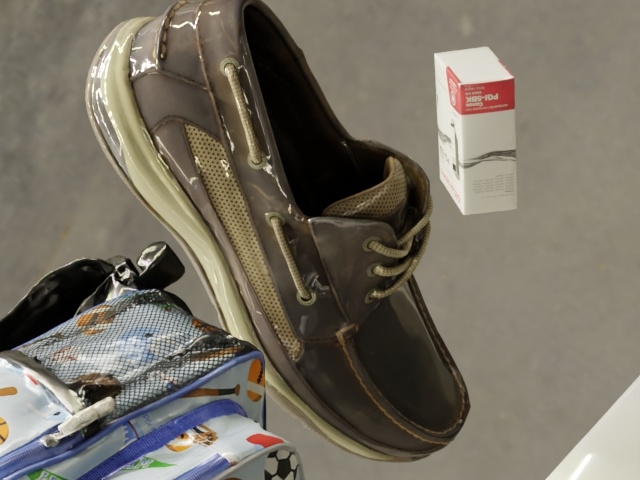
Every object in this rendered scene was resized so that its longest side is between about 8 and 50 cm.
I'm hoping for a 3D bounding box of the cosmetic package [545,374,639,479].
[{"bbox_3d":[0.283,0.197,1.214,0.385,0.217,0.156,-53,56,26],"label":"cosmetic package"}]

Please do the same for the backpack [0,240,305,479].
[{"bbox_3d":[-0.139,0.181,0.911,0.263,0.276,0.213,-21,29,-28],"label":"backpack"}]

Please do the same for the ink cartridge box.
[{"bbox_3d":[0.148,-0.104,1.606,0.056,0.135,0.099,-8,24,-7],"label":"ink cartridge box"}]

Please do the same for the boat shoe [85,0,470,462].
[{"bbox_3d":[0.000,0.000,1.054,0.130,0.355,0.132,-21,28,34],"label":"boat shoe"}]
